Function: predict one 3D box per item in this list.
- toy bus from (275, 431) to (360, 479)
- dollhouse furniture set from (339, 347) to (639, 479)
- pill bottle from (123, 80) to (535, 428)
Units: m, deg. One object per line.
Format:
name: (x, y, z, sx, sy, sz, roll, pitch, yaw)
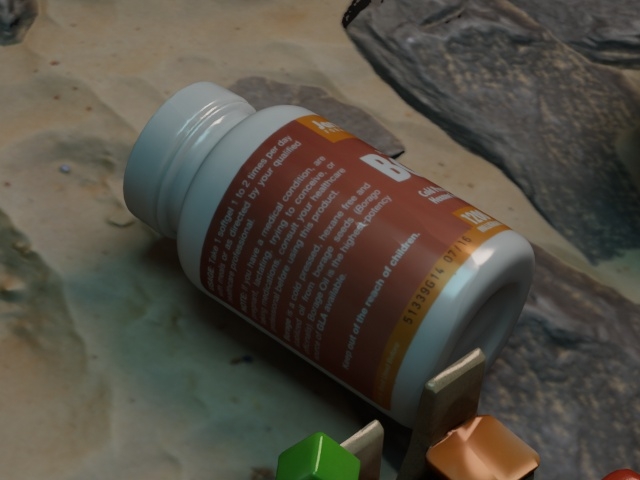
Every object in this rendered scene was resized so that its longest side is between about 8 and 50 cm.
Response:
toy bus: (-0.082, 0.155, 0.645, 0.104, 0.202, 0.191, 40, 51, -26)
dollhouse furniture set: (0.160, 0.143, 0.732, 0.259, 0.135, 0.262, -30, 57, -33)
pill bottle: (0.000, 0.000, 0.861, 0.216, 0.121, 0.121, 32, 49, 21)
